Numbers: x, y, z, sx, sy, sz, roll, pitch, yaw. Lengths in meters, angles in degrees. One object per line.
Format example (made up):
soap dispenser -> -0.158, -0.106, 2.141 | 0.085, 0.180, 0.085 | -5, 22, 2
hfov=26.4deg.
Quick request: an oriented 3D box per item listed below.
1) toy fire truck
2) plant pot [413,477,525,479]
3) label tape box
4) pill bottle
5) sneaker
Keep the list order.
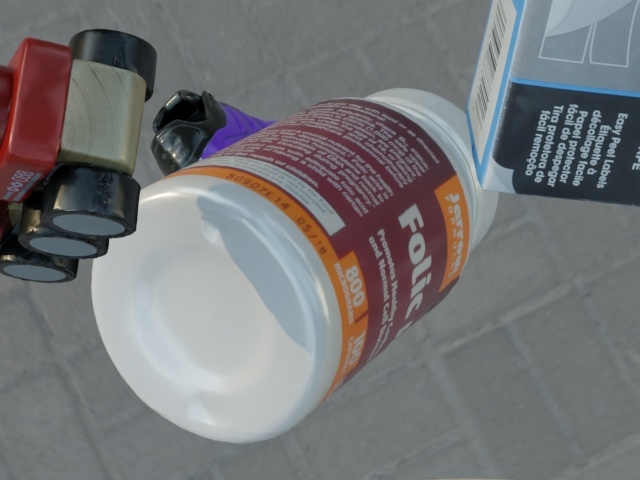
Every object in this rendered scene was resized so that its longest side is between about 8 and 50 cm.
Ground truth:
toy fire truck -> -0.248, -0.047, 0.842 | 0.246, 0.217, 0.158 | 12, 73, -22
plant pot -> 0.100, 0.312, 0.836 | 0.257, 0.256, 0.273 | 0, 95, -3
label tape box -> 0.277, -0.138, 0.831 | 0.334, 0.240, 0.106 | 5, 35, -4
pill bottle -> 0.000, 0.000, 1.211 | 0.224, 0.392, 0.224 | 11, 114, 27
sneaker -> -0.101, -0.109, 1.472 | 0.146, 0.293, 0.102 | 42, 106, 1
